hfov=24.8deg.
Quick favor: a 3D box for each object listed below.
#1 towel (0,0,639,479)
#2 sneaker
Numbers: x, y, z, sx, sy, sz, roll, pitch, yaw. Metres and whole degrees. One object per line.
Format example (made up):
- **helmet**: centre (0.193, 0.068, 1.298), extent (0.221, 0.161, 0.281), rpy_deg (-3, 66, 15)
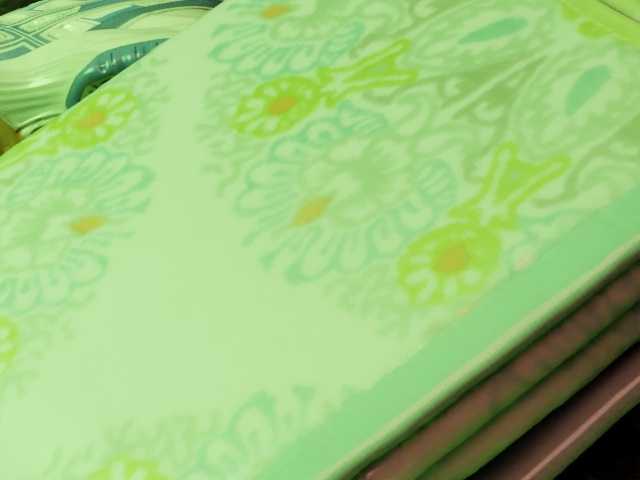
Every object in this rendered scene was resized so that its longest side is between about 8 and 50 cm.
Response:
- **towel**: centre (0.000, 0.000, 0.656), extent (0.374, 0.090, 0.320), rpy_deg (-36, 40, -9)
- **sneaker**: centre (-0.179, -0.083, 0.856), extent (0.296, 0.112, 0.131), rpy_deg (-4, 32, 0)
